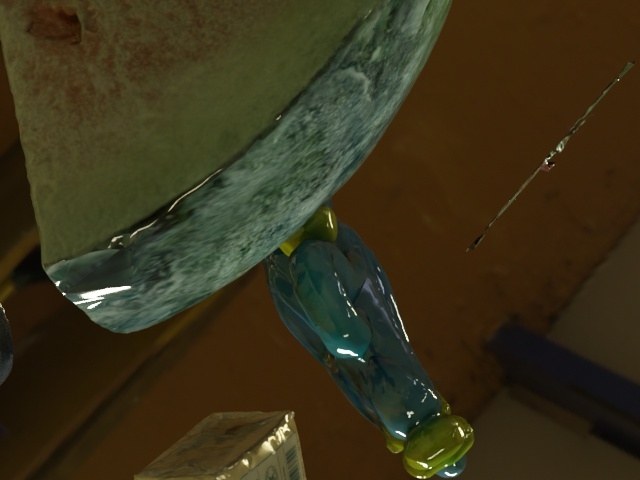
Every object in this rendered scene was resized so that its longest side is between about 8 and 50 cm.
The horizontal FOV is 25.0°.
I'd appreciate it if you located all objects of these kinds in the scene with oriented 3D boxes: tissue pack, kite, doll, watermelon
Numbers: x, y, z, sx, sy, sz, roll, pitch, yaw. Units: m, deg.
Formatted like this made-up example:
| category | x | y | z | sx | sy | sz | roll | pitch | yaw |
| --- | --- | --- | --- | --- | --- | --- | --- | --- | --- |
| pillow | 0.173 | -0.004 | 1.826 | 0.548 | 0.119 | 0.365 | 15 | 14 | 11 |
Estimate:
| category | x | y | z | sx | sy | sz | roll | pitch | yaw |
| --- | --- | --- | --- | --- | --- | --- | --- | --- | --- |
| tissue pack | -0.067 | 0.248 | 1.134 | 0.092 | 0.196 | 0.148 | -5 | -169 | 23 |
| kite | 0.203 | -0.074 | 1.263 | 0.229 | 0.012 | 0.250 | -50 | 174 | -5 |
| doll | 0.000 | 0.000 | 0.927 | 0.099 | 0.341 | 0.346 | -34 | 173 | -2 |
| watermelon | -0.068 | -0.090 | 0.580 | 0.320 | 0.214 | 0.289 | -41 | -164 | 48 |

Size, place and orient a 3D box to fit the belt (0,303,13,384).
| category | x | y | z | sx | sy | sz | roll | pitch | yaw |
| --- | --- | --- | --- | --- | --- | --- | --- | --- | --- |
| belt | -0.440 | 0.120 | 1.695 | 0.141 | 0.190 | 0.082 | 10 | -145 | 14 |
